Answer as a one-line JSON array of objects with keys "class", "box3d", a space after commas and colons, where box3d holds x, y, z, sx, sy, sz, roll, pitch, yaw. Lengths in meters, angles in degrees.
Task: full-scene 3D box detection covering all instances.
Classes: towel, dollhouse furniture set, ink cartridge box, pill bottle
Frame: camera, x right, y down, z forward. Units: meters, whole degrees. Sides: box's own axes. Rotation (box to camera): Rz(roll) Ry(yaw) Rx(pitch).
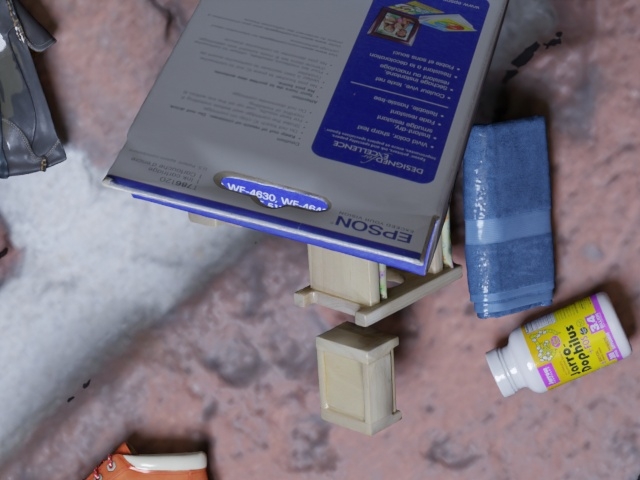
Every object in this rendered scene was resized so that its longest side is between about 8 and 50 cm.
[{"class": "towel", "box3d": [0.111, -0.015, 1.171, 0.029, 0.067, 0.119, 4, 99, 47]}, {"class": "dollhouse furniture set", "box3d": [0.000, 0.000, 1.192, 0.161, 0.101, 0.182, 16, 119, 40]}, {"class": "ink cartridge box", "box3d": [0.003, -0.080, 1.055, 0.165, 0.332, 0.065, 15, 127, 6]}, {"class": "pill bottle", "box3d": [0.145, 0.066, 1.182, 0.083, 0.043, 0.043, -24, 91, 8]}]

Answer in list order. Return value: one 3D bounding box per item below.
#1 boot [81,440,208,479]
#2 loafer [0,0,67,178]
[{"class": "boot", "box3d": [-0.143, 0.169, 1.220, 0.158, 0.059, 0.084, -2, 91, -2]}, {"class": "loafer", "box3d": [-0.196, -0.123, 1.206, 0.061, 0.062, 0.170, -6, 97, -15]}]
